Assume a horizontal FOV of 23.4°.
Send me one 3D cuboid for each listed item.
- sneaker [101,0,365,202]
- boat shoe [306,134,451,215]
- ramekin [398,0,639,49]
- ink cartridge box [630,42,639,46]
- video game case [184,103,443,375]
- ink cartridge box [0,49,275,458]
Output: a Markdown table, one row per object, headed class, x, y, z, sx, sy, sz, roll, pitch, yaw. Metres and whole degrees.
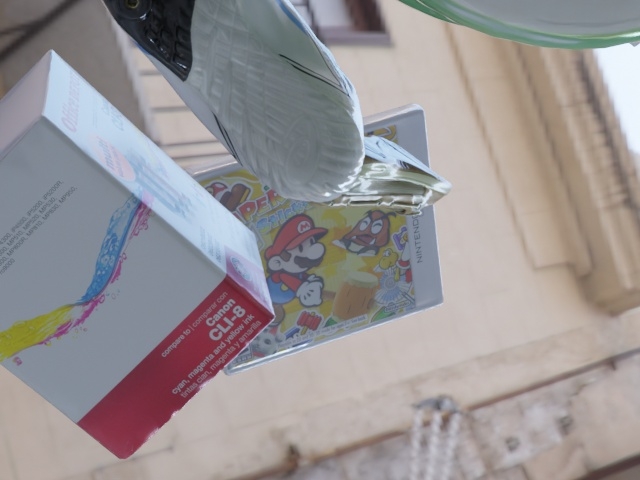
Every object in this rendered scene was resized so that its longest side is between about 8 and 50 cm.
| class | x | y | z | sx | sy | sz | roll | pitch | yaw |
| --- | --- | --- | --- | --- | --- | --- | --- | --- | --- |
| sneaker | -0.057 | -0.120 | 0.834 | 0.085 | 0.237 | 0.086 | -35 | -153 | 2 |
| boat shoe | 0.038 | -0.039 | 1.043 | 0.056 | 0.153 | 0.048 | 37 | -77 | 23 |
| ramekin | 0.119 | -0.237 | 0.742 | 0.303 | 0.148 | 0.303 | -1 | -71 | -3 |
| ink cartridge box | 0.227 | -0.223 | 1.159 | 0.092 | 0.143 | 0.090 | -39 | -141 | 37 |
| video game case | 0.000 | 0.000 | 1.404 | 0.026 | 0.227 | 0.206 | -135 | -148 | -57 |
| ink cartridge box | -0.136 | 0.006 | 0.883 | 0.127 | 0.128 | 0.176 | -43 | -68 | 11 |
